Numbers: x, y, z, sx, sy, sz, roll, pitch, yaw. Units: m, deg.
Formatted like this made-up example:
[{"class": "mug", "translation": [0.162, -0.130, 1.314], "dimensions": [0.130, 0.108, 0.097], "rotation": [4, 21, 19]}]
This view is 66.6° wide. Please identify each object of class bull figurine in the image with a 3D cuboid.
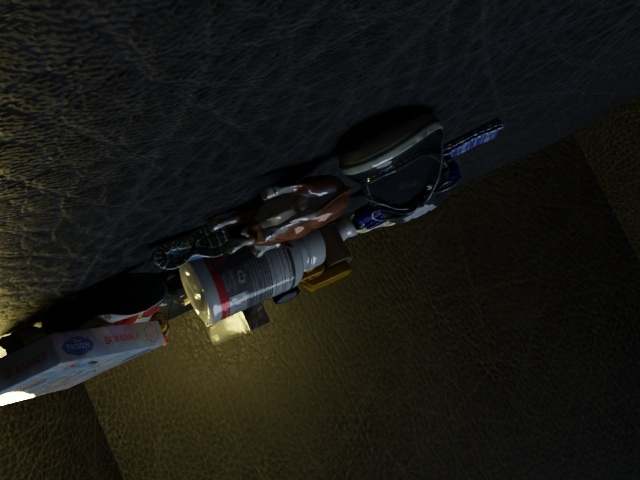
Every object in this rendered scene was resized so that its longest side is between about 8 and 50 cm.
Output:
[{"class": "bull figurine", "translation": [-0.082, -0.038, 0.891], "dimensions": [0.189, 0.101, 0.310], "rotation": [-19, 173, -43]}]

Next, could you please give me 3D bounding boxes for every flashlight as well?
[{"class": "flashlight", "translation": [-0.622, 0.237, 1.226], "dimensions": [0.103, 0.103, 0.304], "rotation": [-25, 177, 20]}]

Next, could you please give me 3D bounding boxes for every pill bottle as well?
[{"class": "pill bottle", "translation": [-0.151, 0.055, 1.141], "dimensions": [0.319, 0.176, 0.176], "rotation": [-22, 175, -29]}]

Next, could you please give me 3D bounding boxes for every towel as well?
[{"class": "towel", "translation": [0.266, -0.132, 1.446], "dimensions": [0.308, 0.076, 0.228], "rotation": [-28, 178, 27]}, {"class": "towel", "translation": [0.350, -0.234, 1.382], "dimensions": [0.336, 0.040, 0.243], "rotation": [-26, 177, 15]}]

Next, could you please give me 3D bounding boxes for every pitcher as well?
[{"class": "pitcher", "translation": [0.021, -0.004, 1.946], "dimensions": [0.207, 0.125, 0.178], "rotation": [-35, -165, -17]}]

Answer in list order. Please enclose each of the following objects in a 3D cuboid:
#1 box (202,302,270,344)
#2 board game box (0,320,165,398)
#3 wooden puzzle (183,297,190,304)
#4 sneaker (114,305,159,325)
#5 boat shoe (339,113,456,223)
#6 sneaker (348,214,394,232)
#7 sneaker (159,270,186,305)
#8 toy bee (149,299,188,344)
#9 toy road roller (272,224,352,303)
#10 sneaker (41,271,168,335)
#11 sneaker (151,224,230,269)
[{"class": "box", "translation": [-0.304, 0.192, 1.552], "dimensions": [0.077, 0.242, 0.307], "rotation": [-22, 176, -38]}, {"class": "board game box", "translation": [-0.564, 0.271, 1.056], "dimensions": [0.319, 0.065, 0.318], "rotation": [-25, 168, 13]}, {"class": "wooden puzzle", "translation": [-0.456, 0.189, 2.086], "dimensions": [0.239, 0.044, 0.221], "rotation": [-27, 178, -40]}, {"class": "sneaker", "translation": [-0.491, 0.163, 1.261], "dimensions": [0.118, 0.107, 0.279], "rotation": [-40, 179, 9]}, {"class": "boat shoe", "translation": [0.167, -0.122, 0.937], "dimensions": [0.187, 0.155, 0.500], "rotation": [-24, 175, 15]}, {"class": "sneaker", "translation": [0.211, -0.088, 1.972], "dimensions": [0.122, 0.110, 0.283], "rotation": [-16, 171, -46]}, {"class": "sneaker", "translation": [-0.377, 0.112, 1.295], "dimensions": [0.106, 0.078, 0.234], "rotation": [-28, 180, 3]}, {"class": "toy bee", "translation": [-0.572, 0.279, 1.608], "dimensions": [0.299, 0.162, 0.195], "rotation": [-31, 143, 1]}, {"class": "toy road roller", "translation": [-0.057, 0.050, 1.573], "dimensions": [0.330, 0.202, 0.240], "rotation": [-23, 165, -16]}, {"class": "sneaker", "translation": [-0.444, 0.134, 1.061], "dimensions": [0.270, 0.090, 0.145], "rotation": [-21, 177, 2]}, {"class": "sneaker", "translation": [-0.248, 0.009, 0.930], "dimensions": [0.162, 0.063, 0.073], "rotation": [-17, -170, -37]}]
